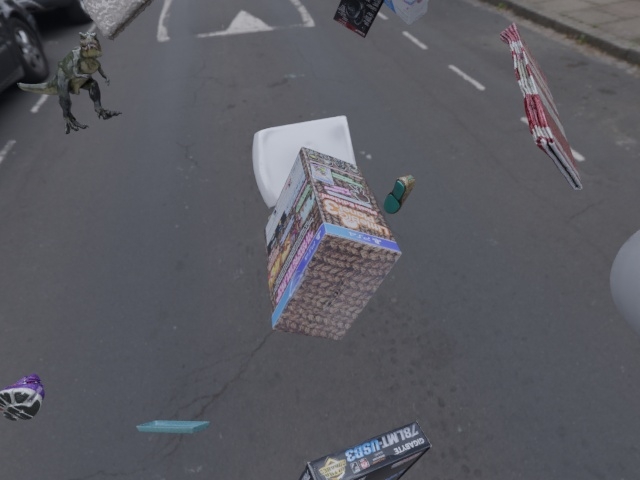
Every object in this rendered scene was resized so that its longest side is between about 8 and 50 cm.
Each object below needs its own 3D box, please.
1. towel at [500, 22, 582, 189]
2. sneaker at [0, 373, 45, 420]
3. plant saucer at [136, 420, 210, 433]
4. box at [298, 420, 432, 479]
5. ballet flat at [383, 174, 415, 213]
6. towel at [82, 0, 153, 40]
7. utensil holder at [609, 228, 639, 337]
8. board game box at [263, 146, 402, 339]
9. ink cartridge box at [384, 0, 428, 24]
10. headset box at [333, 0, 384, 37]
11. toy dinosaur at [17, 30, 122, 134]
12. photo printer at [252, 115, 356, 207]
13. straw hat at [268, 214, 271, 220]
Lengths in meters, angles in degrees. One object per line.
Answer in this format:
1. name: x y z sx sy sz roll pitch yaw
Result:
1. towel: 0.491 -0.291 0.911 0.037 0.237 0.328 -23 57 38
2. sneaker: -0.497 0.252 0.684 0.170 0.068 0.071 -23 29 40
3. plant saucer: -0.380 0.480 1.056 0.192 0.067 0.018 -10 76 24
4. box: 0.075 0.559 0.956 0.296 0.293 0.073 -6 45 -30
5. ballet flat: 0.273 -0.155 1.397 0.067 0.206 0.073 -30 77 -18
6. towel: -0.389 -0.558 0.808 0.282 0.187 0.049 -28 12 23
7. utensil holder: 0.693 0.093 0.666 0.328 0.327 0.386 19 10 24
8. board game box: 0.000 0.000 0.799 0.141 0.232 0.290 14 35 -22
9. ink cartridge box: 0.171 -0.512 0.816 0.052 0.122 0.088 -39 75 -4
10. headset box: 0.063 -0.376 0.660 0.062 0.083 0.032 28 59 -7
11. toy dinosaur: -0.413 -0.252 0.691 0.268 0.118 0.064 -8 22 35
12. photo printer: -0.050 -0.234 1.257 0.308 0.255 0.107 -11 -1 -6
13. straw hat: -0.102 -0.011 1.214 0.145 0.061 0.144 27 26 -14
